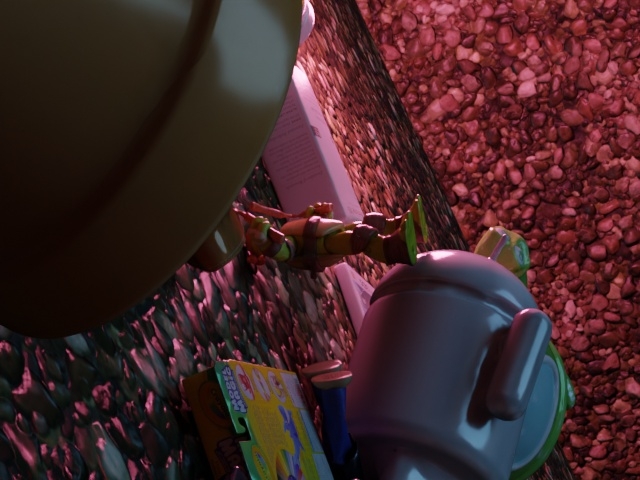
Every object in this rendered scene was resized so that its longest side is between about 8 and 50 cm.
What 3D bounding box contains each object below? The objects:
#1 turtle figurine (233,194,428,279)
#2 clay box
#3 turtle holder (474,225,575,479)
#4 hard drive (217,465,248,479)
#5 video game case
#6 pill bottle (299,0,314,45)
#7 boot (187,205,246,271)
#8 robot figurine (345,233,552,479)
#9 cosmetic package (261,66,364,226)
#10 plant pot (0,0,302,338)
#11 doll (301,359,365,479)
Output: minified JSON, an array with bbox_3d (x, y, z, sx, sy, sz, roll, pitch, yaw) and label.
[{"bbox_3d":[0.000,0.000,1.483,0.269,0.217,0.087,-17,104,-73],"label":"turtle figurine"},{"bbox_3d":[-0.055,0.177,1.193,0.127,0.053,0.222,69,13,15],"label":"clay box"},{"bbox_3d":[0.204,0.169,1.706,0.243,0.320,0.227,47,3,30],"label":"turtle holder"},{"bbox_3d":[-0.032,0.317,1.022,0.255,0.054,0.172,62,12,-16],"label":"hard drive"},{"bbox_3d":[0.087,0.147,1.922,0.183,0.023,0.201,42,27,-62],"label":"video game case"},{"bbox_3d":[-0.091,-0.352,1.893,0.208,0.119,0.119,43,26,-61],"label":"pill bottle"},{"bbox_3d":[-0.149,-0.067,1.198,0.283,0.109,0.220,-87,155,-80],"label":"boot"},{"bbox_3d":[0.128,0.157,1.470,0.200,0.300,0.353,37,56,-27],"label":"robot figurine"},{"bbox_3d":[-0.025,-0.113,1.803,0.231,0.085,0.117,67,13,10],"label":"cosmetic package"},{"bbox_3d":[-0.182,-0.115,0.752,0.203,0.291,0.291,32,32,-40],"label":"plant pot"},{"bbox_3d":[0.022,0.218,1.316,0.129,0.046,0.189,-146,-136,-72],"label":"doll"}]
